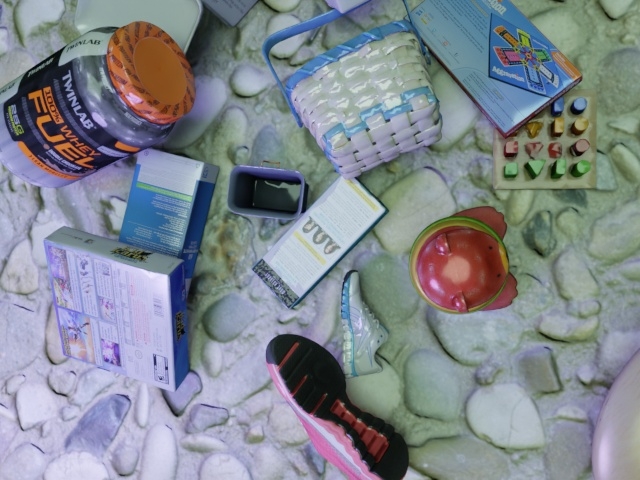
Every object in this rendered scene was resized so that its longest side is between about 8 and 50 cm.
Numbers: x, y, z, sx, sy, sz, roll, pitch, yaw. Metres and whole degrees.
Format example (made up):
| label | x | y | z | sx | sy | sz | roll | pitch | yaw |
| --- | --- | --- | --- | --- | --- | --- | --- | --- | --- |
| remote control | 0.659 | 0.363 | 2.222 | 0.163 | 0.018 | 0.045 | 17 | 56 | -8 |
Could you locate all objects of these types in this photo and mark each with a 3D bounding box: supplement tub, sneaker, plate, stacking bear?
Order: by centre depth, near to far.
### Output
| label | x | y | z | sx | sy | sz | roll | pitch | yaw |
| --- | --- | --- | --- | --- | --- | --- | --- | --- | --- |
| stacking bear | 0.210 | 0.038 | 0.927 | 0.164 | 0.289 | 0.175 | -10 | 88 | 13 |
| sneaker | 0.002 | 0.302 | 1.058 | 0.314 | 0.116 | 0.136 | 49 | 136 | 2 |
| supplement tub | -0.393 | -0.231 | 1.076 | 0.338 | 0.207 | 0.207 | -18 | 86 | 30 |
| sneaker | 0.077 | 0.143 | 1.080 | 0.082 | 0.071 | 0.191 | -3 | 98 | 7 |
| plate | -0.327 | -0.406 | 1.124 | 0.278 | 0.045 | 0.277 | 48 | 136 | 9 |

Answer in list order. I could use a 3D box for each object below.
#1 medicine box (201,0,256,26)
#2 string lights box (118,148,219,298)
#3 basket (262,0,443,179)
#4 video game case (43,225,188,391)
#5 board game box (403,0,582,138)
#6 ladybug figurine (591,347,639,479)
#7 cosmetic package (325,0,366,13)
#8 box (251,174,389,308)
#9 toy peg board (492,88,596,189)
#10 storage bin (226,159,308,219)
| label | x | y | z | sx | sy | sz | roll | pitch | yaw |
| --- | --- | --- | --- | --- | --- | --- | --- | --- | --- |
| medicine box | -0.166 | -0.584 | 1.087 | 0.289 | 0.149 | 0.263 | -44 | 81 | 10 |
| string lights box | -0.290 | -0.030 | 1.157 | 0.133 | 0.077 | 0.260 | 16 | 94 | 13 |
| basket | 0.055 | -0.262 | 1.012 | 0.254 | 0.201 | 0.289 | -22 | 72 | 8 |
| video game case | -0.361 | 0.126 | 1.123 | 0.244 | 0.061 | 0.270 | 14 | 123 | 12 |
| board game box | 0.272 | -0.313 | 1.012 | 0.145 | 0.027 | 0.281 | -38 | 68 | 12 |
| ladybug figurine | 0.580 | 0.252 | 0.904 | 0.305 | 0.162 | 0.449 | 45 | 99 | 9 |
| cosmetic package | 0.011 | -0.489 | 0.970 | 0.085 | 0.231 | 0.117 | -29 | 41 | -1 |
| box | 0.000 | 0.000 | 1.095 | 0.244 | 0.060 | 0.100 | -46 | 81 | 10 |
| toy peg board | 0.361 | -0.165 | 0.998 | 0.161 | 0.079 | 0.161 | 0 | 91 | 13 |
| storage bin | -0.084 | -0.089 | 1.100 | 0.135 | 0.091 | 0.098 | 7 | 92 | 13 |
